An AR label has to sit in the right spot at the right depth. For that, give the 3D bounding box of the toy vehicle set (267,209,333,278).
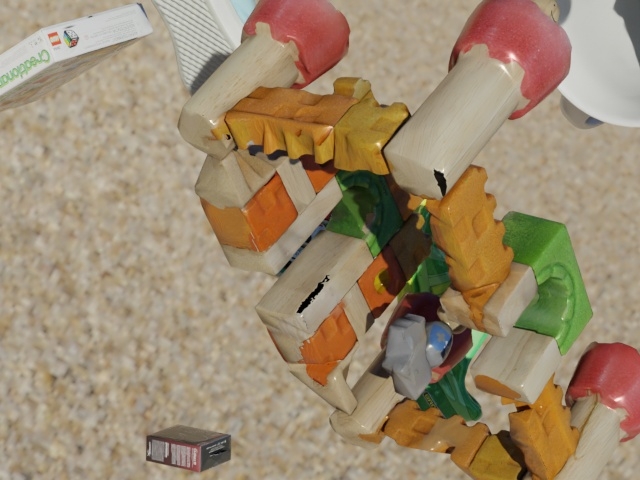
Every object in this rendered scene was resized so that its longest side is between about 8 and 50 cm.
[{"bbox_3d":[0.000,0.000,2.299,0.267,0.166,0.035,21,-8,15],"label":"toy vehicle set"}]

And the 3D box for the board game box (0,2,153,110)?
[{"bbox_3d":[-0.408,-0.250,2.058,0.193,0.305,0.053,-27,95,-47],"label":"board game box"}]

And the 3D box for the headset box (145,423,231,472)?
[{"bbox_3d":[-0.144,0.233,1.591,0.083,0.032,0.062,6,9,30],"label":"headset box"}]

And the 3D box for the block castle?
[{"bbox_3d":[0.103,-0.001,1.205,0.303,0.453,0.213,13,52,39],"label":"block castle"}]

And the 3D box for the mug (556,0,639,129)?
[{"bbox_3d":[0.449,-0.287,1.864,0.276,0.374,0.328,47,42,16],"label":"mug"}]

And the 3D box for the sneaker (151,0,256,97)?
[{"bbox_3d":[-0.122,-0.303,1.887,0.135,0.366,0.150,12,53,28],"label":"sneaker"}]

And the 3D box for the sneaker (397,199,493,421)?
[{"bbox_3d":[0.144,0.057,1.528,0.123,0.295,0.109,5,0,8],"label":"sneaker"}]
